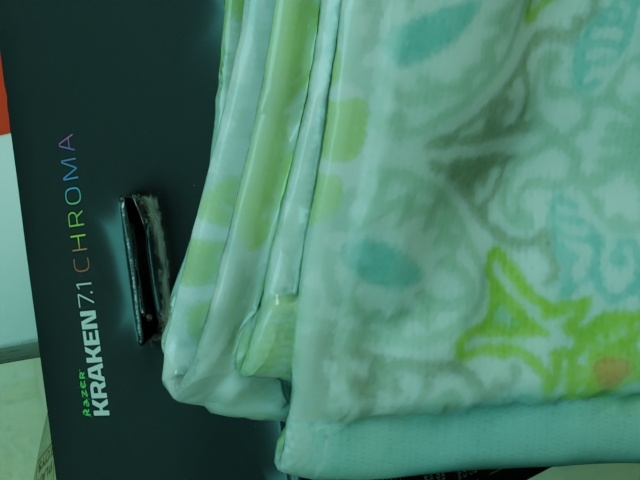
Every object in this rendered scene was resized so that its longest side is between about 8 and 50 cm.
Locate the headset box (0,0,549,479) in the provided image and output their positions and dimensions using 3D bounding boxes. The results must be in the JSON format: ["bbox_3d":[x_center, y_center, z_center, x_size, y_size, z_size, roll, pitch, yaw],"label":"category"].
[{"bbox_3d":[0.000,0.000,0.573,0.131,0.283,0.246,-7,90,36],"label":"headset box"}]

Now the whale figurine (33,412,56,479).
[{"bbox_3d":[-0.099,0.161,0.769,0.216,0.141,0.272,-51,41,47],"label":"whale figurine"}]

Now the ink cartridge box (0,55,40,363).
[{"bbox_3d":[-0.151,-0.056,0.744,0.275,0.060,0.239,-11,77,21],"label":"ink cartridge box"}]

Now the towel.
[{"bbox_3d":[0.141,-0.084,0.428,0.090,0.374,0.321,32,116,59],"label":"towel"}]
